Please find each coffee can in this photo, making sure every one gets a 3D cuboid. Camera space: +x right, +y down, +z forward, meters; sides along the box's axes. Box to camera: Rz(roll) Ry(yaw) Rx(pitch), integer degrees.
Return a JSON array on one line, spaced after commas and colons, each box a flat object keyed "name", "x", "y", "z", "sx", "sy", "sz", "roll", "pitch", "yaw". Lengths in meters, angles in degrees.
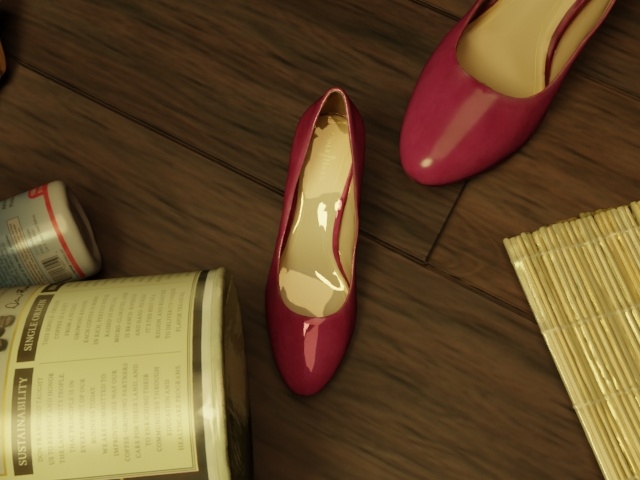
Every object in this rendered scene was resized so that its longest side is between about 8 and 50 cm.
[{"name": "coffee can", "x": -0.194, "y": 0.128, "z": 0.528, "sx": 0.276, "sy": 0.201, "sz": 0.201, "roll": -5, "pitch": 71, "yaw": -2}]

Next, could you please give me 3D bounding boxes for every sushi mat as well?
[{"name": "sushi mat", "x": 0.281, "y": 0.117, "z": 0.629, "sx": 0.152, "sy": 0.019, "sz": 0.316, "roll": -17, "pitch": 72, "yaw": -5}]

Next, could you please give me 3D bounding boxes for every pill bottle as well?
[{"name": "pill bottle", "x": -0.274, "y": 0.017, "z": 0.628, "sx": 0.160, "sy": 0.087, "sz": 0.087, "roll": -22, "pitch": 72, "yaw": -8}]

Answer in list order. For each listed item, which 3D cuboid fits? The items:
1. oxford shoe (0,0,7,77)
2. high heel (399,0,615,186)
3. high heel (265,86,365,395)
[{"name": "oxford shoe", "x": -0.334, "y": -0.152, "z": 0.701, "sx": 0.076, "sy": 0.076, "sz": 0.212, "roll": 13, "pitch": 78, "yaw": -37}, {"name": "high heel", "x": 0.194, "y": -0.217, "z": 0.658, "sx": 0.127, "sy": 0.181, "sz": 0.377, "roll": 33, "pitch": 74, "yaw": 11}, {"name": "high heel", "x": 0.000, "y": 0.000, "z": 0.617, "sx": 0.082, "sy": 0.117, "sz": 0.244, "roll": 11, "pitch": 71, "yaw": 4}]
